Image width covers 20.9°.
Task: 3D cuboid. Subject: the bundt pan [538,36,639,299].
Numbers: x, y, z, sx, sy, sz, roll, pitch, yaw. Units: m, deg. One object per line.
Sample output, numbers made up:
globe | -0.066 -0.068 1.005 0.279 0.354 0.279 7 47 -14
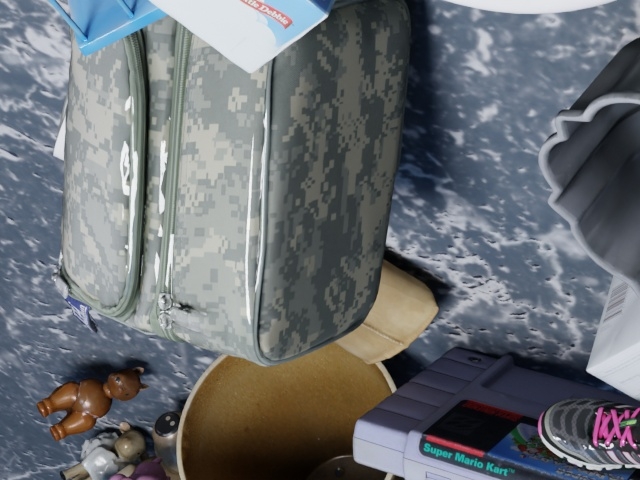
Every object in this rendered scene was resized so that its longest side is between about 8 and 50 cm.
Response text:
bundt pan | 0.331 -0.040 1.249 0.331 0.124 0.331 28 157 13

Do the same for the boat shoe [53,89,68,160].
boat shoe | -0.197 -0.121 1.570 0.063 0.066 0.184 13 145 -13

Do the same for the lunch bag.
lunch bag | -0.091 -0.068 1.384 0.256 0.212 0.305 16 111 32

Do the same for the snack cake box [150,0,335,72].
snack cake box | -0.042 -0.257 1.124 0.152 0.264 0.089 36 141 -21

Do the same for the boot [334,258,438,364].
boot | 0.000 0.000 1.617 0.269 0.089 0.236 32 151 -18

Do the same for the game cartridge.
game cartridge | 0.233 0.192 1.596 0.355 0.230 0.068 14 108 25

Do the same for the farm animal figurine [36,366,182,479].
farm animal figurine | -0.169 0.293 1.979 0.330 0.172 0.327 53 158 27

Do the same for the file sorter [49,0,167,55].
file sorter | -0.129 -0.238 1.246 0.170 0.118 0.104 -25 142 10

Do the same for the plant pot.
plant pot | -0.002 0.245 1.849 0.237 0.237 0.254 7 158 19

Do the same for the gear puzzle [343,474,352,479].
gear puzzle | 0.106 0.370 2.099 0.175 0.044 0.339 7 146 16

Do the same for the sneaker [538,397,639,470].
sneaker | 0.270 0.162 1.471 0.170 0.063 0.075 12 154 12

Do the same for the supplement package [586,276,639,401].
supplement package | 0.377 0.095 1.493 0.244 0.139 0.134 30 148 -13

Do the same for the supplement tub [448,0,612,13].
supplement tub | 0.126 -0.309 0.909 0.241 0.331 0.241 14 144 10
